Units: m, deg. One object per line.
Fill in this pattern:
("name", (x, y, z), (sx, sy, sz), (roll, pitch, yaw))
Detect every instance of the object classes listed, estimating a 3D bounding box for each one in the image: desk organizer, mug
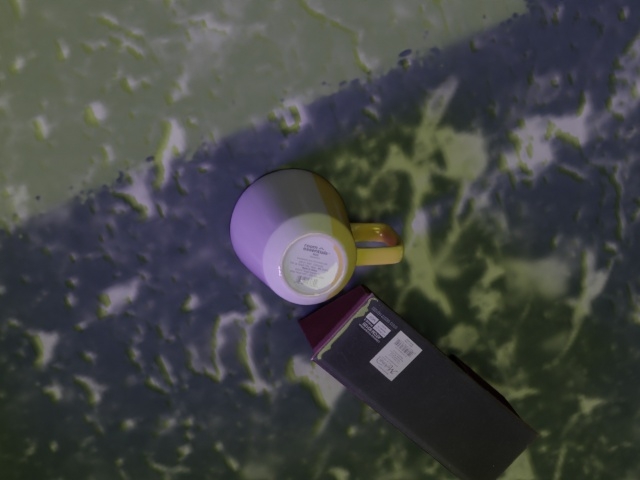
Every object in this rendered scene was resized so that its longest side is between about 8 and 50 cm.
("desk organizer", (0.051, 0.075, 0.759), (0.130, 0.050, 0.047), (41, 96, -22))
("mug", (-0.003, -0.002, 0.713), (0.078, 0.064, 0.062), (-30, 112, -2))
